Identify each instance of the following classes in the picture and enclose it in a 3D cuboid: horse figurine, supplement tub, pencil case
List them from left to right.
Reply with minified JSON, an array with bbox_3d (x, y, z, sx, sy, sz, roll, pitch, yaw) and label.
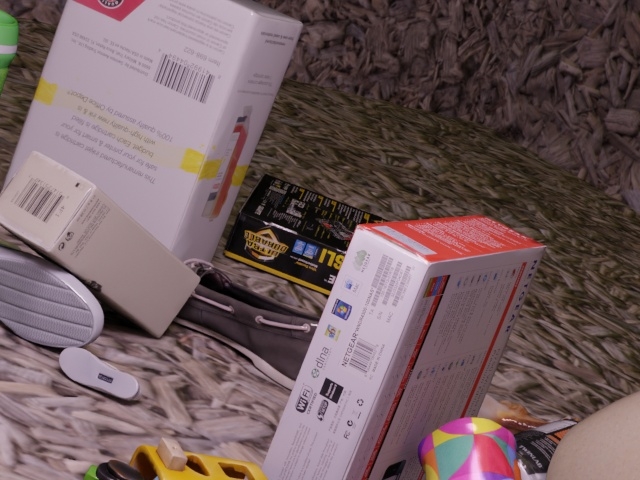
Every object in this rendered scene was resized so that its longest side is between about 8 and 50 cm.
[{"bbox_3d":[0.181,0.204,2.160,0.263,0.066,0.174,19,1,-17],"label":"horse figurine"},{"bbox_3d":[0.147,0.279,1.607,0.104,0.104,0.236,15,47,-23],"label":"pencil case"},{"bbox_3d":[0.246,0.262,1.911,0.117,0.117,0.190,31,26,36],"label":"supplement tub"}]

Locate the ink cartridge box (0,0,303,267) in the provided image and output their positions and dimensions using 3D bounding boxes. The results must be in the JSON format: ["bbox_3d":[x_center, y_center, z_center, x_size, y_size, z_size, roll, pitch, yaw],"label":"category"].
[{"bbox_3d":[-0.233,-0.171,2.368,0.279,0.385,0.160,26,12,20],"label":"ink cartridge box"}]

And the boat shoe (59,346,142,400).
[{"bbox_3d":[-0.236,0.147,1.888,0.100,0.035,0.035,21,-14,16],"label":"boat shoe"}]

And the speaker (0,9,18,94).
[{"bbox_3d":[-0.456,-0.138,2.088,0.131,0.296,0.131,20,14,-5],"label":"speaker"}]

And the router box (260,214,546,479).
[{"bbox_3d":[0.073,0.147,1.697,0.082,0.335,0.301,27,14,24],"label":"router box"}]

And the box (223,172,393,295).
[{"bbox_3d":[0.000,0.000,2.692,0.257,0.079,0.322,22,14,-1],"label":"box"}]

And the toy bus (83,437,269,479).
[{"bbox_3d":[-0.140,0.230,1.545,0.191,0.104,0.202,24,14,15],"label":"toy bus"}]

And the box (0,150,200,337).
[{"bbox_3d":[-0.257,0.008,2.024,0.113,0.094,0.275,29,-10,33],"label":"box"}]

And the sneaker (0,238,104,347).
[{"bbox_3d":[-0.344,0.043,1.987,0.258,0.094,0.091,25,19,20],"label":"sneaker"}]

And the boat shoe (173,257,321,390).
[{"bbox_3d":[-0.104,0.080,2.188,0.335,0.095,0.112,28,16,27],"label":"boat shoe"}]

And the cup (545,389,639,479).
[{"bbox_3d":[0.368,0.275,1.776,0.237,0.331,0.331,3,0,39],"label":"cup"}]
